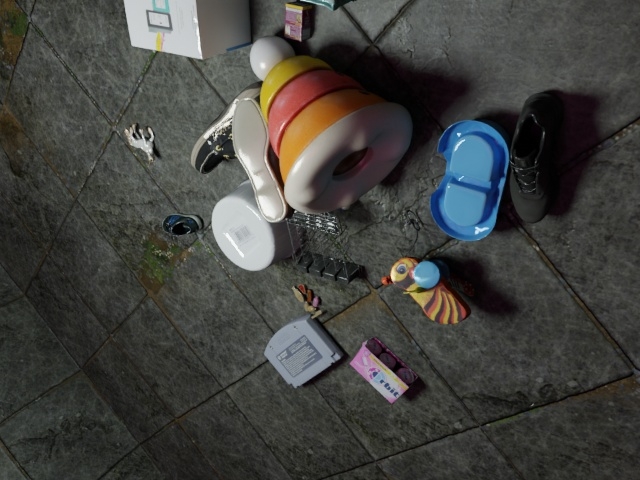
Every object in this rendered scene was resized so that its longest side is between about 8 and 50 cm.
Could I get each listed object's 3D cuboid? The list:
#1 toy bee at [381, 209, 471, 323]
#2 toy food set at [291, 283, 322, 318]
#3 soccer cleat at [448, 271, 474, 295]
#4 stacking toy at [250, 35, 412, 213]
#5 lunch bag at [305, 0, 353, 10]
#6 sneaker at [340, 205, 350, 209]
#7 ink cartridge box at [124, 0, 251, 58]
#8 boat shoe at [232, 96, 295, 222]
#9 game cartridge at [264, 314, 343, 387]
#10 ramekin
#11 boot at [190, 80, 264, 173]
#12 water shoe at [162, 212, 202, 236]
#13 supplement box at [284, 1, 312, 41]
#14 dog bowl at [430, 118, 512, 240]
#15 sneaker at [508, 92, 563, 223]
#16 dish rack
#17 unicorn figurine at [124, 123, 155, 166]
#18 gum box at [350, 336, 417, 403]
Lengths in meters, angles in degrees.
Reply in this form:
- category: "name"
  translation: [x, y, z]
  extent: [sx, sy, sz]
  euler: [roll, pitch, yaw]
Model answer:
- category: "toy bee"
  translation: [0.253, 0.100, 1.573]
  extent: [0.162, 0.195, 0.298]
  euler: [-35, 54, 25]
- category: "toy food set"
  translation: [-0.037, 0.186, 1.948]
  extent: [0.078, 0.019, 0.122]
  euler: [-38, 82, 44]
- category: "soccer cleat"
  translation: [0.366, 0.119, 1.588]
  extent: [0.083, 0.029, 0.035]
  euler: [41, 142, 17]
- category: "stacking toy"
  translation: [-0.037, -0.336, 1.492]
  extent: [0.479, 0.351, 0.350]
  euler: [55, 136, 20]
- category: "lunch bag"
  translation: [-0.039, -0.666, 1.361]
  extent: [0.262, 0.160, 0.223]
  euler: [25, 129, 18]
- category: "sneaker"
  translation: [0.016, -0.105, 1.707]
  extent: [0.152, 0.058, 0.084]
  euler: [32, 125, 25]
- category: "ink cartridge box"
  translation: [-0.353, -0.614, 1.606]
  extent: [0.270, 0.198, 0.197]
  euler: [19, 126, 30]
- category: "boat shoe"
  translation: [-0.146, -0.209, 1.605]
  extent: [0.112, 0.095, 0.334]
  euler: [-14, 93, 22]
- category: "game cartridge"
  translation: [-0.068, 0.372, 2.055]
  extent: [0.198, 0.062, 0.297]
  euler: [53, 134, 6]
- category: "ramekin"
  translation: [-0.202, -0.041, 1.863]
  extent: [0.277, 0.135, 0.277]
  euler: [19, 125, 29]
- category: "boot"
  translation: [-0.193, -0.237, 1.741]
  extent: [0.377, 0.138, 0.284]
  euler: [-40, 88, 34]
- category: "water shoe"
  translation: [-0.506, -0.053, 2.131]
  extent: [0.203, 0.080, 0.072]
  euler: [-6, 110, 40]
- category: "supplement box"
  translation: [-0.056, -0.548, 1.518]
  extent: [0.055, 0.043, 0.083]
  euler: [23, 126, 26]
- category: "dog bowl"
  translation: [0.354, -0.144, 1.412]
  extent: [0.166, 0.074, 0.297]
  euler: [21, 125, 27]
- category: "sneaker"
  translation: [0.444, -0.161, 1.294]
  extent: [0.109, 0.130, 0.286]
  euler: [9, 121, 32]
- category: "dish rack"
  translation: [0.000, 0.000, 1.740]
  extent: [0.208, 0.074, 0.271]
  euler: [13, 133, 31]
- category: "unicorn figurine"
  translation: [-0.603, -0.332, 2.069]
  extent: [0.162, 0.060, 0.111]
  euler: [31, 132, 42]
- category: "gum box"
  translation: [0.188, 0.393, 1.859]
  extent: [0.188, 0.062, 0.107]
  euler: [42, 133, 11]
